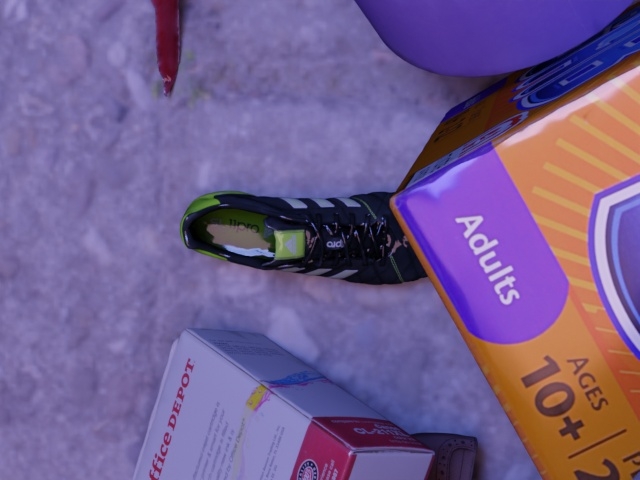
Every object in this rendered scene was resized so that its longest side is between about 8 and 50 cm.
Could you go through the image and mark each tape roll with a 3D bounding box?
[{"bbox_3d":[0.095,-0.189,0.904,0.189,0.189,0.080,-27,139,12],"label":"tape roll"}]

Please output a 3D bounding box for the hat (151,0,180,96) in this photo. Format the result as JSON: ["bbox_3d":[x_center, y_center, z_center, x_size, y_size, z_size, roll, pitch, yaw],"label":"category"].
[{"bbox_3d":[-0.060,-0.229,0.963,0.183,0.208,0.173,45,61,-19],"label":"hat"}]

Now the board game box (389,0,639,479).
[{"bbox_3d":[0.288,0.021,0.827,0.356,0.356,0.356,-29,95,12],"label":"board game box"}]

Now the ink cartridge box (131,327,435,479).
[{"bbox_3d":[-0.028,0.144,0.996,0.175,0.072,0.127,31,108,45],"label":"ink cartridge box"}]

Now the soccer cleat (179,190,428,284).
[{"bbox_3d":[0.000,0.000,1.011,0.179,0.072,0.060,4,101,8],"label":"soccer cleat"}]

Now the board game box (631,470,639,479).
[{"bbox_3d":[0.155,0.131,0.570,0.097,0.224,0.303,37,105,2],"label":"board game box"}]

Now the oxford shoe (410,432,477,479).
[{"bbox_3d":[0.084,0.255,1.037,0.098,0.097,0.271,-12,98,4],"label":"oxford shoe"}]
